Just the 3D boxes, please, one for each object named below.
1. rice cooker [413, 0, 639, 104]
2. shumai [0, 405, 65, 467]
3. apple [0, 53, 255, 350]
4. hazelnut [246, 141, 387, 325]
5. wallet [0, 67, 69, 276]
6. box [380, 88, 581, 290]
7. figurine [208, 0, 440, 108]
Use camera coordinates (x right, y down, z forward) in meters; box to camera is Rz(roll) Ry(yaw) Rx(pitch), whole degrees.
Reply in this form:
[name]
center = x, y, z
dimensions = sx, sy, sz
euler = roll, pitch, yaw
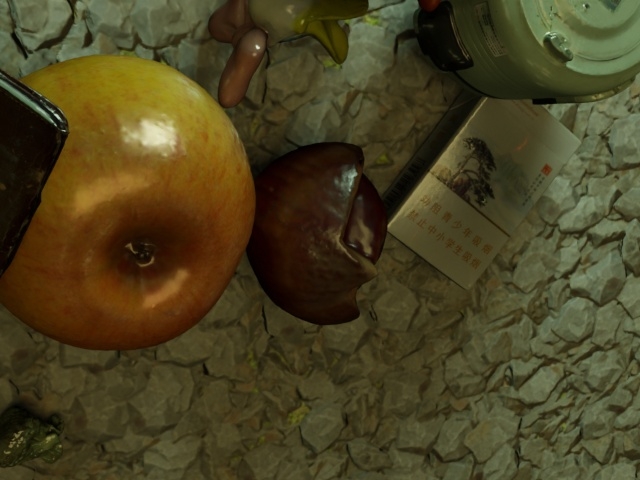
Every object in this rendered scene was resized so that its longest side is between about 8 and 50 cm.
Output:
[rice cooker]
center = 0.225, -0.249, 0.940
dimensions = 0.226, 0.244, 0.226
euler = -4, 100, -20
[shumai]
center = -0.333, 0.233, 1.029
dimensions = 0.083, 0.082, 0.080
euler = -35, 117, 18
[apple]
center = -0.201, -0.032, 0.882
dimensions = 0.299, 0.275, 0.299
euler = -8, 112, -21
[hazelnut]
center = -0.002, -0.004, 1.012
dimensions = 0.161, 0.170, 0.201
euler = -10, 122, 10
[wallet]
center = -0.285, -0.039, 0.724
dimensions = 0.122, 0.031, 0.232
euler = 36, 121, -2
[box]
center = 0.188, -0.075, 1.104
dimensions = 0.149, 0.067, 0.233
euler = 36, 94, -26
[figurine]
center = 0.041, -0.293, 0.845
dimensions = 0.193, 0.154, 0.421
euler = 16, 133, -28
